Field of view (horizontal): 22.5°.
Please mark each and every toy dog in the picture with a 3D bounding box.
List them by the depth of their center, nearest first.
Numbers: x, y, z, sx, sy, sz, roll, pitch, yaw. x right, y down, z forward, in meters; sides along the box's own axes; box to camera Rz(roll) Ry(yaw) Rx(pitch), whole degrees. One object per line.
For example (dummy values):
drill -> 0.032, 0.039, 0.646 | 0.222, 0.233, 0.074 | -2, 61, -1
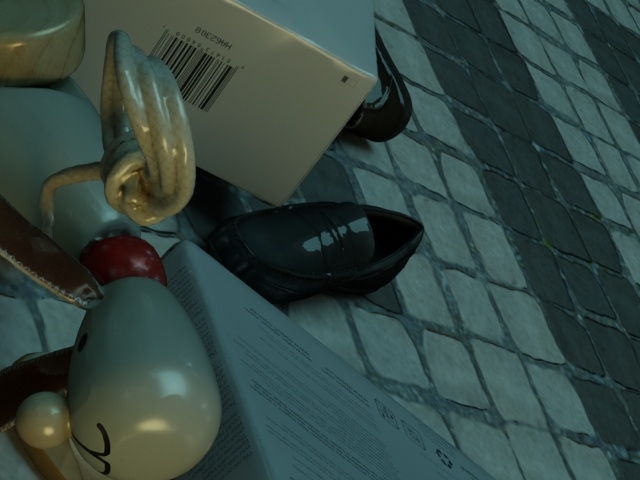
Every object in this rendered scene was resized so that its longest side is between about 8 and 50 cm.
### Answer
toy dog -> -0.172, -0.010, 0.830 | 0.333, 0.161, 0.220 | -138, -142, -64

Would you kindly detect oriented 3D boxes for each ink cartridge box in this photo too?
ink cartridge box -> 0.040, 0.181, 0.936 | 0.324, 0.071, 0.330 | 40, 13, -30

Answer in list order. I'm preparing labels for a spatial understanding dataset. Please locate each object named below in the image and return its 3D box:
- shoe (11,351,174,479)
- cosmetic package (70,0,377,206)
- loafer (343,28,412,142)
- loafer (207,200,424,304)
shoe -> -0.087, 0.140, 0.900 | 0.219, 0.058, 0.076 | 49, 26, -6
cosmetic package -> -0.087, -0.178, 1.169 | 0.224, 0.138, 0.225 | 27, 35, -18
loafer -> 0.004, -0.186, 1.426 | 0.220, 0.080, 0.078 | 57, 26, 9
loafer -> 0.000, 0.000, 1.190 | 0.223, 0.078, 0.076 | 1, 55, -57
